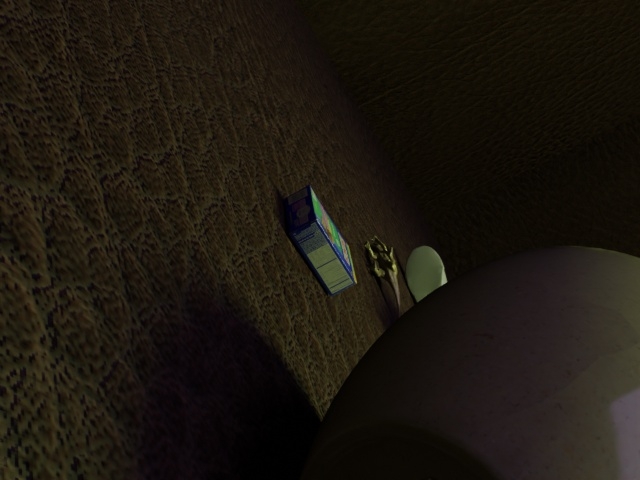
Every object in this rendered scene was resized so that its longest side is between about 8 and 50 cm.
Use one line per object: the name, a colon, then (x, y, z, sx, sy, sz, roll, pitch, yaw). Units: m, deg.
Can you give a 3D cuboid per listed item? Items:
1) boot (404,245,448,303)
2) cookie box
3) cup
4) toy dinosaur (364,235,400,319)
boot: (0.264, 0.145, 1.761, 0.123, 0.095, 0.258, 59, 18, -53)
cookie box: (0.000, 0.000, 0.946, 0.107, 0.040, 0.092, 58, 11, -30)
cup: (0.120, 0.172, 0.493, 0.237, 0.331, 0.331, -3, 64, -52)
toy dinosaur: (0.120, 0.052, 1.360, 0.092, 0.053, 0.183, 52, 15, -50)
